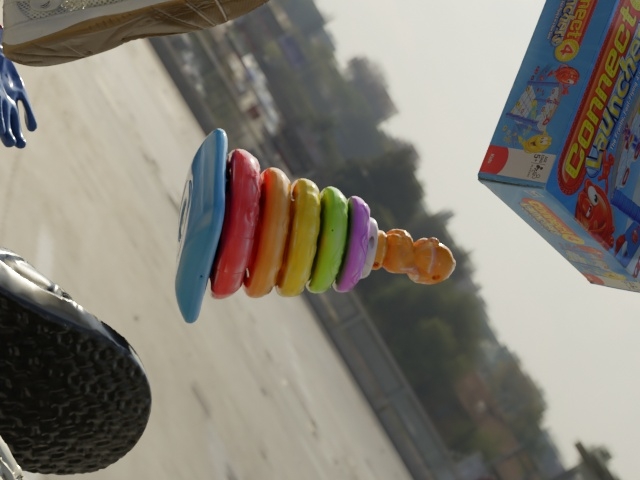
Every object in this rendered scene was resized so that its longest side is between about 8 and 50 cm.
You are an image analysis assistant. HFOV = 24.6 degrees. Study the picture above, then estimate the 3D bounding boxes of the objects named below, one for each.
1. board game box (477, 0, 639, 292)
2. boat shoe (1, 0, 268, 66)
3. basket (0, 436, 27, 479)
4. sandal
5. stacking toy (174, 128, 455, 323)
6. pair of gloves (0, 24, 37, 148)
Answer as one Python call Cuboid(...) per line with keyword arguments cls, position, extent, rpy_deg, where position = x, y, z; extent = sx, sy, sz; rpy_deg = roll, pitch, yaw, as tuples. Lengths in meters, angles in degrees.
Cuboid(cls="board game box", position=(0.330, -0.137, 1.645), extent=(0.086, 0.308, 0.302), rpy_deg=(13, -14, 39))
Cuboid(cls="boat shoe", position=(-0.172, -0.240, 1.364), extent=(0.098, 0.277, 0.096), rpy_deg=(38, 41, -76))
Cuboid(cls="basket", position=(-0.282, 0.162, 0.996), extent=(0.167, 0.103, 0.113), rpy_deg=(58, 23, 2))
Cuboid(cls="sandal", position=(-0.288, 0.060, 1.244), extent=(0.446, 0.168, 0.107), rpy_deg=(52, 14, -46))
Cuboid(cls="stacking toy", position=(0.000, 0.000, 1.573), extent=(0.165, 0.302, 0.175), rpy_deg=(-92, -166, -47))
Cuboid(cls="pair of gloves", position=(-0.361, -0.184, 1.526), extent=(0.198, 0.023, 0.159), rpy_deg=(44, 30, -53))
